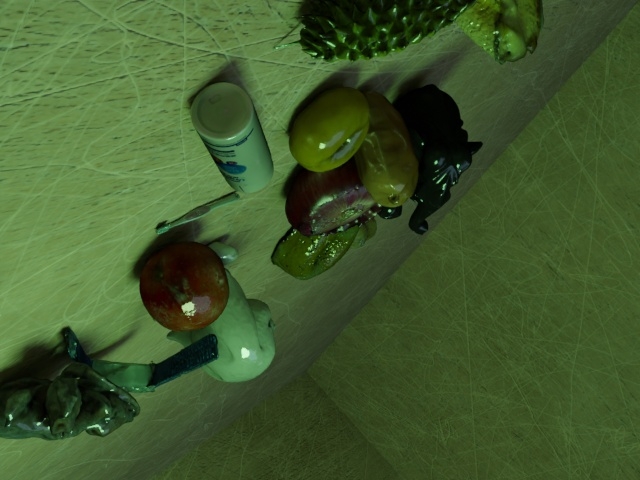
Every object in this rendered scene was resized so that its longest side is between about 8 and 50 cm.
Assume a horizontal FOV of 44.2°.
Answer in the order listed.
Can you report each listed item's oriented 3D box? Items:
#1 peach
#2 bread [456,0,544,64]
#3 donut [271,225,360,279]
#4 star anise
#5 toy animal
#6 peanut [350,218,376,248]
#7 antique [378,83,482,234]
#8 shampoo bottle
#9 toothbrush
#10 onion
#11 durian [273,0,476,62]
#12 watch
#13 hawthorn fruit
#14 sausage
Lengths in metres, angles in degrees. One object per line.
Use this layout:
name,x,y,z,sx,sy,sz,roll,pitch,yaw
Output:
peach,0.019,-0.204,1.459,0.179,0.103,0.179,-43,167,-12
bread,0.319,-0.459,1.478,0.174,0.133,0.251,-36,122,-39
donut,0.000,0.000,2.050,0.272,0.107,0.272,-42,166,-13
star anise,-0.476,0.299,1.455,0.316,0.139,0.359,8,162,-21
toy animal,-0.210,0.176,1.629,0.206,0.265,0.271,-29,163,-42
peanut,0.101,-0.030,2.305,0.099,0.099,0.214,-49,171,24
antique,0.228,-0.202,1.777,0.185,0.322,0.255,10,145,-21
shampoo bottle,-0.128,-0.144,1.241,0.092,0.092,0.303,-42,168,-8
toothbrush,-0.220,-0.050,1.430,0.022,0.017,0.204,-29,180,44
onion,0.029,-0.099,1.702,0.248,0.161,0.248,-35,155,-19
durian,0.117,-0.356,1.172,0.356,0.157,0.169,-36,-178,-27
watch,-0.341,0.234,1.538,0.277,0.068,0.274,4,153,-8
hawthorn fruit,-0.249,0.084,1.441,0.173,0.173,0.173,-41,167,-12
sausage,0.123,-0.180,1.566,0.120,0.241,0.136,-26,161,28
